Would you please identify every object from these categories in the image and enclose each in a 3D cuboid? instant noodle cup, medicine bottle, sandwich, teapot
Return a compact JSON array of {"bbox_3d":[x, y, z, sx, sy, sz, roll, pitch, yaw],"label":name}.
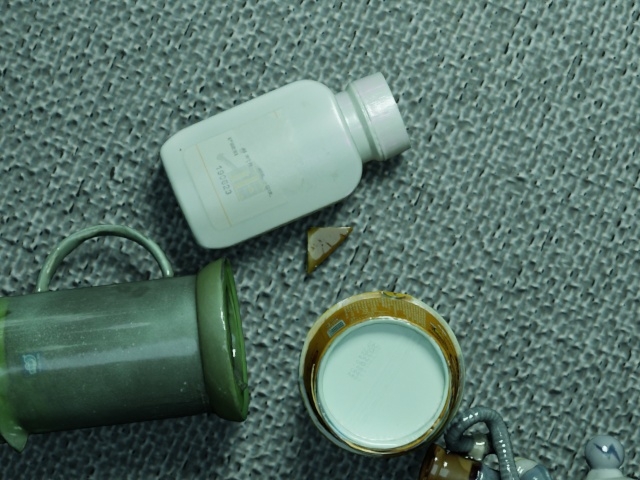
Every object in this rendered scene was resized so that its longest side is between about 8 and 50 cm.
[{"bbox_3d":[0.076,0.171,1.777,0.215,0.172,0.216,0,90,1],"label":"instant noodle cup"},{"bbox_3d":[-0.041,-0.107,1.817,0.296,0.111,0.161,-24,90,1],"label":"medicine bottle"},{"bbox_3d":[0.000,0.000,1.851,0.083,0.031,0.044,-43,91,0],"label":"sandwich"},{"bbox_3d":[-0.268,0.113,1.777,0.336,0.200,0.271,-7,76,2],"label":"teapot"}]

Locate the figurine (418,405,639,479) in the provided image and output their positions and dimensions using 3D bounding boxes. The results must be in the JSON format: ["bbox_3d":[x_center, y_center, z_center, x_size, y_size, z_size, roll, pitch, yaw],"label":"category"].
[{"bbox_3d":[0.293,0.362,1.771,0.381,0.186,0.261,20,98,-5],"label":"figurine"}]
